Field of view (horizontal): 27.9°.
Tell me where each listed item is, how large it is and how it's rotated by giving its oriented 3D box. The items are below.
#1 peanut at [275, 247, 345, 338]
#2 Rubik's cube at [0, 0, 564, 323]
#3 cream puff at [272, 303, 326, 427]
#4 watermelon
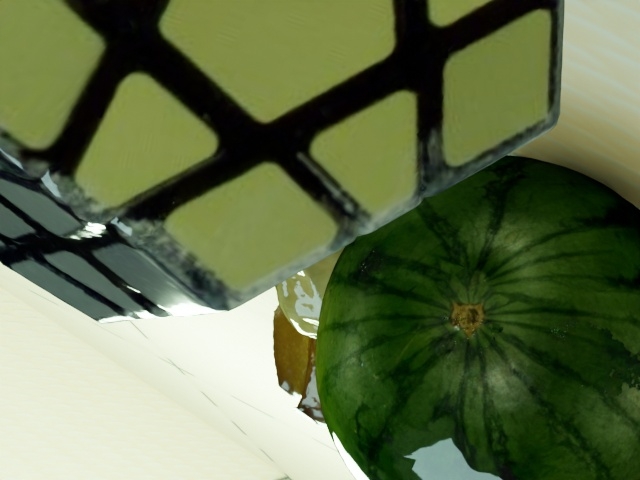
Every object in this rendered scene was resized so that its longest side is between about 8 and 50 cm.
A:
[{"bbox_3d":[0.000,0.000,0.983,0.274,0.125,0.111,46,178,-41],"label":"peanut"},{"bbox_3d":[-0.053,-0.124,0.445,0.319,0.319,0.264,21,-173,34],"label":"Rubik's cube"},{"bbox_3d":[0.079,0.122,1.173,0.269,0.155,0.241,23,169,5],"label":"cream puff"},{"bbox_3d":[0.113,0.070,0.778,0.242,0.242,0.242,29,164,9],"label":"watermelon"}]
